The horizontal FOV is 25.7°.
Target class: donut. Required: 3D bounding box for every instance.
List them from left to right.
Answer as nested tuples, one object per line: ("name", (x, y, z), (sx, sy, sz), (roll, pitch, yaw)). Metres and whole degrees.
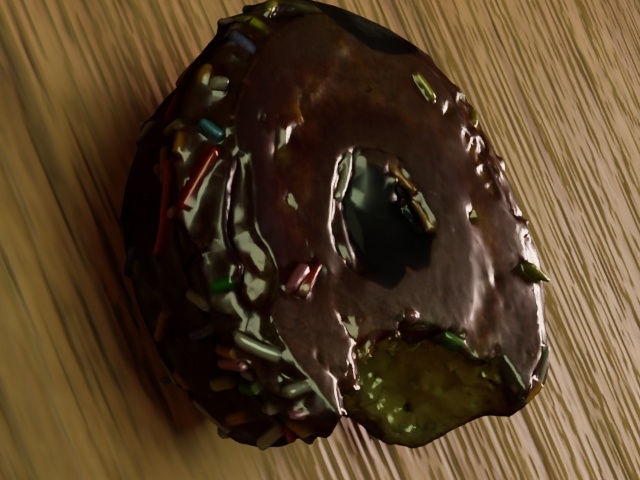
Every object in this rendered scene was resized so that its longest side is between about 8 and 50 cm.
("donut", (0.001, 0.000, 0.647), (0.230, 0.096, 0.216), (-14, 80, -48))
